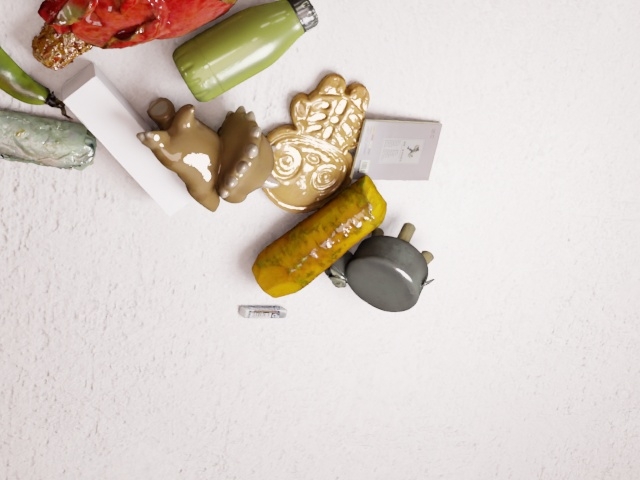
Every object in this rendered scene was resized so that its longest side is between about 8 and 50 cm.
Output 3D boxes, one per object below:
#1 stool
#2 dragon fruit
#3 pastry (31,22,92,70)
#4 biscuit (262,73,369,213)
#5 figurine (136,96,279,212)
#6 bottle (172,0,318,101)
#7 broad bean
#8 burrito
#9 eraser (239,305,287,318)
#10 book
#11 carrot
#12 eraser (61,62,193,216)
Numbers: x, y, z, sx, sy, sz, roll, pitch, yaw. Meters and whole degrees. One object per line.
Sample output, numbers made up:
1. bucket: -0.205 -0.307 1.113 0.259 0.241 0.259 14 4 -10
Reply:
1. stool: 0.121 0.041 2.074 0.227 0.139 0.153 24 142 5
2. dragon fruit: -0.260 -0.399 1.654 0.329 0.228 0.286 -45 125 -9
3. pastry: -0.422 -0.358 1.758 0.169 0.063 0.087 -45 116 9
4. biscuit: -0.005 -0.181 1.984 0.202 0.044 0.289 25 110 -26
5. figurine: -0.182 -0.170 1.859 0.173 0.177 0.247 -26 118 20
6. bottle: -0.128 -0.350 1.815 0.260 0.112 0.112 -30 121 1
7. broad bean: -0.560 -0.312 1.750 0.075 0.067 0.325 -25 129 35
8. burrito: -0.549 -0.182 1.816 0.309 0.066 0.096 11 109 -21
9. eraser: -0.119 0.148 2.140 0.099 0.019 0.027 1 131 -16
10. book: 0.150 -0.176 2.025 0.181 0.014 0.127 -1 118 -27
11. carrot: 0.000 0.000 2.024 0.301 0.114 0.114 -37 121 15
12. eraser: -0.342 -0.180 1.867 0.076 0.078 0.298 -37 121 6
